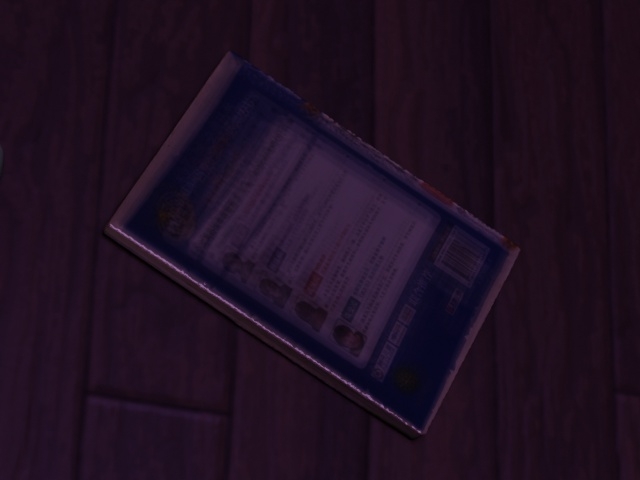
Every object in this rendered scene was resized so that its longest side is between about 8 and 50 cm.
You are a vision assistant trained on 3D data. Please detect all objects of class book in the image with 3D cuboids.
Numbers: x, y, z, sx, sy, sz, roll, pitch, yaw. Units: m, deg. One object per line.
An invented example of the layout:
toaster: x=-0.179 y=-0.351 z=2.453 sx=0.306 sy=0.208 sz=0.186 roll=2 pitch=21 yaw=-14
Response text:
book: x=0.000 y=0.000 z=1.684 sx=0.322 sy=0.018 sz=0.228 roll=35 pitch=56 yaw=-4

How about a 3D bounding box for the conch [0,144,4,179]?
conch: x=-0.344 y=-0.016 z=1.502 sx=0.143 sy=0.137 sz=0.250 roll=37 pitch=73 yaw=-34
